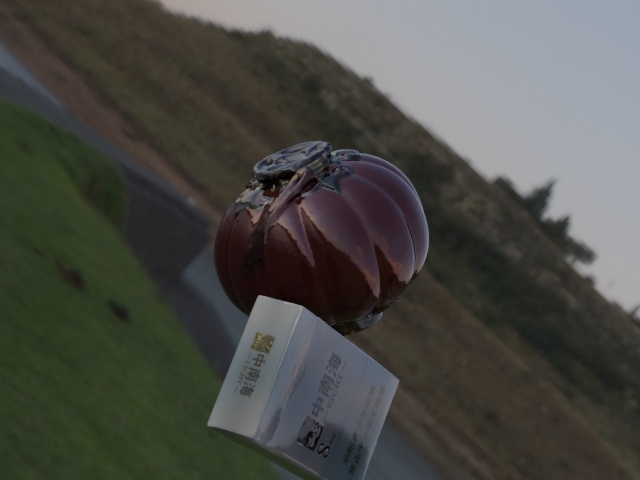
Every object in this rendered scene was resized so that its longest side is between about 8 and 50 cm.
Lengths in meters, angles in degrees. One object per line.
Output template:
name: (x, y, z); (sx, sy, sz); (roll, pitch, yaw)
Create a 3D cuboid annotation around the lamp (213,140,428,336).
lamp: (0.000, 0.000, 1.907); (0.303, 0.303, 0.257); (-139, -152, -71)

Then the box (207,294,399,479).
box: (-0.013, 0.176, 1.521); (0.067, 0.155, 0.243); (10, -20, 34)
